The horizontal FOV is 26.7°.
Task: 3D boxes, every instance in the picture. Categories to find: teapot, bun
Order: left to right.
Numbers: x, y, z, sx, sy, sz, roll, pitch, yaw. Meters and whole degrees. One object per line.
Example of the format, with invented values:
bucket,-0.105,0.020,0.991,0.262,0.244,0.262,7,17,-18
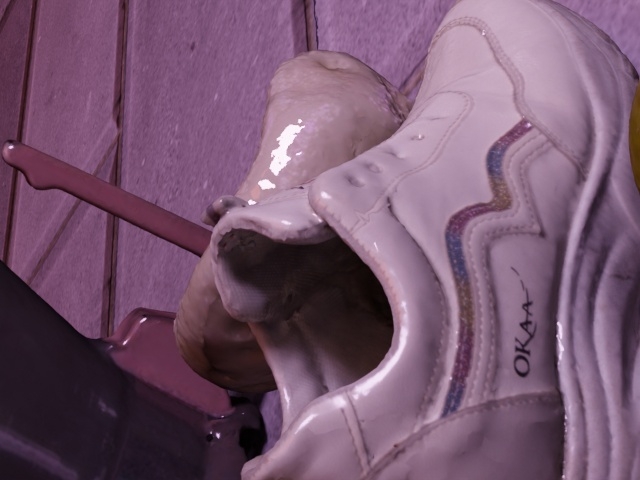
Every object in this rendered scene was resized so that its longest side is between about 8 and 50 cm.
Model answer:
teapot,-0.220,0.129,0.953,0.376,0.362,0.305,-62,20,-3
bun,0.000,0.000,0.823,0.231,0.133,0.231,-156,90,-89

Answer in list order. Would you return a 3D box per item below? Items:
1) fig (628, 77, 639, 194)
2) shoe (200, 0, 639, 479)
fig,0.182,-0.054,0.530,0.245,0.149,0.149,-84,18,-71
shoe,0.049,-0.002,0.628,0.132,0.211,0.342,-44,37,48
